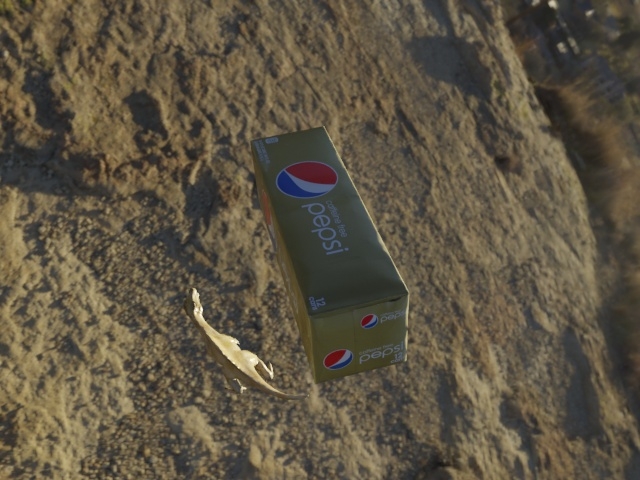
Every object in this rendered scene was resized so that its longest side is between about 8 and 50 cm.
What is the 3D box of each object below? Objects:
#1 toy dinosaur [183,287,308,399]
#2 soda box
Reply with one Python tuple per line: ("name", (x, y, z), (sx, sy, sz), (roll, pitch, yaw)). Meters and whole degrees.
("toy dinosaur", (-0.084, 0.126, 0.665), (0.053, 0.183, 0.092), (-45, 151, -13))
("soda box", (0.000, 0.000, 0.427), (0.058, 0.061, 0.181), (-13, 42, -9))
